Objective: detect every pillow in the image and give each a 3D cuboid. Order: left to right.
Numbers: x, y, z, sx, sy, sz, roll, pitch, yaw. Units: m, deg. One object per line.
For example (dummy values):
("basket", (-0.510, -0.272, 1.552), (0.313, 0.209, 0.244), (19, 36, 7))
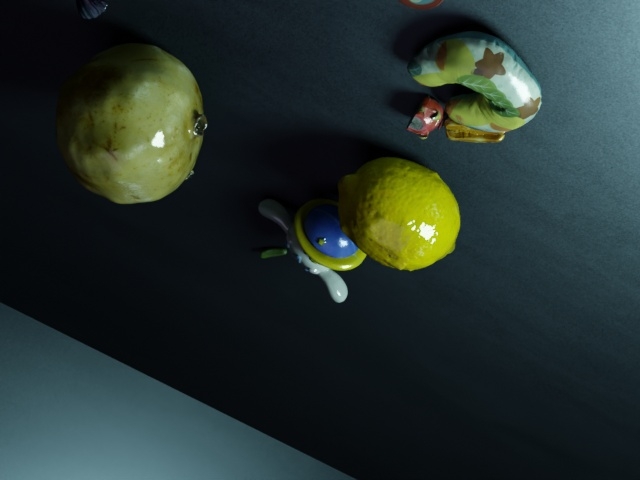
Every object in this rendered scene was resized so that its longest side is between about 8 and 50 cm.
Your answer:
("pillow", (0.285, -0.281, 1.628), (0.214, 0.086, 0.233), (-6, 143, 48))

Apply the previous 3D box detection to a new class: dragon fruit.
("dragon fruit", (0.209, -0.235, 1.764), (0.060, 0.056, 0.083), (26, 148, -6))

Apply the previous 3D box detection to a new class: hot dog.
("hot dog", (0.302, -0.217, 1.759), (0.133, 0.041, 0.056), (10, 134, 24))

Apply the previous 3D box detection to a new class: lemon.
("lemon", (0.164, -0.058, 1.906), (0.288, 0.234, 0.233), (27, 149, -7))

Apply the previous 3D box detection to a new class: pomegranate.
("pomegranate", (-0.385, -0.241, 1.870), (0.332, 0.333, 0.333), (15, 149, 9))

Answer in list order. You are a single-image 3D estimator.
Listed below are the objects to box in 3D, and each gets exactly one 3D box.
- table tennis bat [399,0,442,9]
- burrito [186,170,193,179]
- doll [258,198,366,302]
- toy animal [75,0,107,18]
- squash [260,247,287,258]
("table tennis bat", (0.152, -0.445, 1.508), (0.098, 0.019, 0.155), (-2, 146, 33))
("burrito", (-0.391, -0.199, 2.204), (0.171, 0.042, 0.051), (26, 152, -15))
("doll", (-0.010, -0.028, 2.171), (0.311, 0.159, 0.243), (42, 165, 11))
("toy animal", (-0.449, -0.515, 1.662), (0.218, 0.116, 0.179), (3, 146, 39))
("squash", (-0.125, 0.032, 2.420), (0.089, 0.027, 0.027), (-8, 139, 32))
